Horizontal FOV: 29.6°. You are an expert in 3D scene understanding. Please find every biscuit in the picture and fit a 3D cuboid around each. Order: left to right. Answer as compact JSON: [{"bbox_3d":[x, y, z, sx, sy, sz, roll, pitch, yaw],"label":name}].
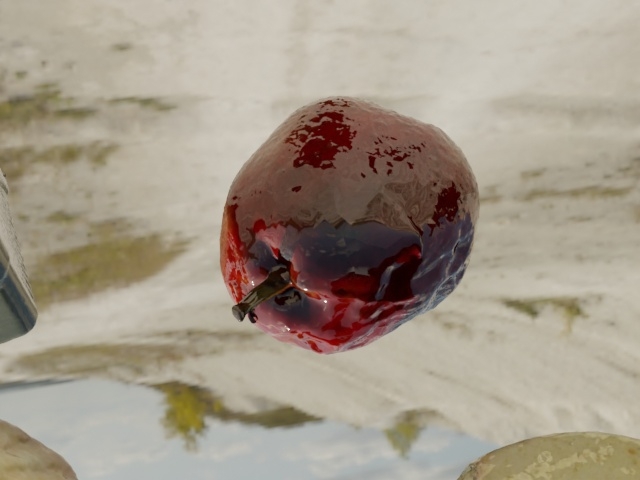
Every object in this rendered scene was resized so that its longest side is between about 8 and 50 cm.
[{"bbox_3d":[-0.379,0.235,1.309,0.045,0.154,0.299,-46,127,12],"label":"biscuit"}]

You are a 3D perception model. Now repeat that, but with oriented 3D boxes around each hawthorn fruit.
[{"bbox_3d":[0.000,0.000,1.051,0.266,0.210,0.230,-31,171,-43],"label":"hawthorn fruit"}]

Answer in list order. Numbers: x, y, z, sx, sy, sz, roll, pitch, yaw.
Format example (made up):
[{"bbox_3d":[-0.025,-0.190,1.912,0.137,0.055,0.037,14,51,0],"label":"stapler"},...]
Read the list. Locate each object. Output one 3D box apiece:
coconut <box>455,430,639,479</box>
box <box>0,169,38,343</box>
[{"bbox_3d":[0.231,0.374,0.955,0.404,0.405,0.404,-10,176,-1],"label":"coconut"},{"bbox_3d":[-0.348,-0.025,1.119,0.138,0.274,0.178,-22,141,-3],"label":"box"}]
